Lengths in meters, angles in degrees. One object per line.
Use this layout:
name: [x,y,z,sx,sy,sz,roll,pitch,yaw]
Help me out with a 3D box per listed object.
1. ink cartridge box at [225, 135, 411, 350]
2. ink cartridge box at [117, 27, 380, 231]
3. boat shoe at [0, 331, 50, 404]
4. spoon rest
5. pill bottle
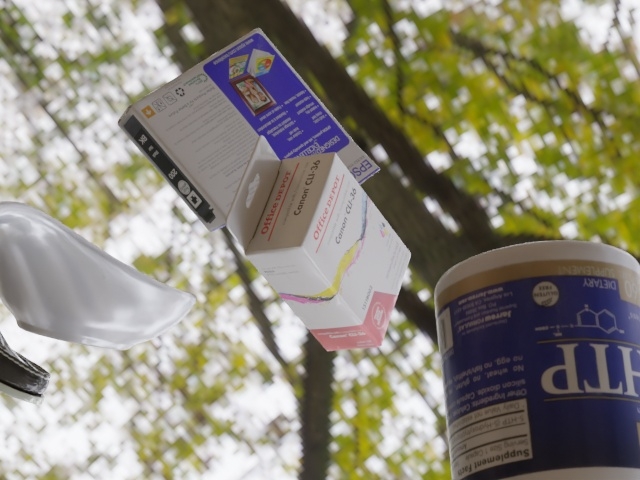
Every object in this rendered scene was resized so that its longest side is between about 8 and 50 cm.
ink cartridge box: [0.000,0.000,1.772,0.067,0.198,0.115,-7,-131,34]
ink cartridge box: [-0.072,-0.098,1.993,0.206,0.208,0.045,-36,173,-39]
boat shoe: [-0.345,0.075,1.782,0.069,0.227,0.081,-59,-169,-4]
spoon rest: [-0.171,0.019,1.144,0.137,0.276,0.084,12,-88,21]
pill bottle: [0.121,0.104,0.973,0.112,0.112,0.187,-14,-112,22]
